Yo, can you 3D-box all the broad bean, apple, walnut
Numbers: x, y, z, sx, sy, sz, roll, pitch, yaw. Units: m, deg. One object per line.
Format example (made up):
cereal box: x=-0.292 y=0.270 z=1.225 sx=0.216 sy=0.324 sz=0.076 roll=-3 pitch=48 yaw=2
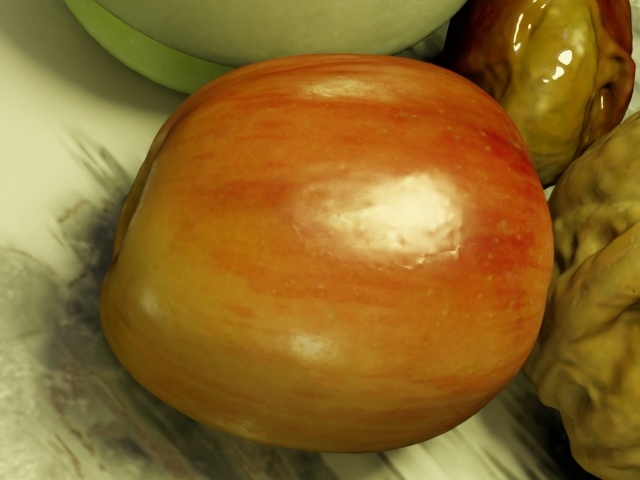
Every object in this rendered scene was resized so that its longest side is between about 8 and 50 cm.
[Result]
broad bean: x=0.146 y=-0.123 z=1.274 sx=0.122 sy=0.156 sz=0.228 roll=21 pitch=28 yaw=-11
apple: x=0.000 y=0.000 z=1.122 sx=0.241 sy=0.242 sz=0.242 roll=7 pitch=58 yaw=-13
walnut: x=0.236 y=0.027 z=1.166 sx=0.257 sy=0.257 sz=0.224 roll=-17 pitch=65 yaw=-26

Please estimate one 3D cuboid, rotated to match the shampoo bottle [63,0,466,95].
shampoo bottle: x=-0.027 y=-0.263 z=1.221 sx=0.322 sy=0.317 sz=0.322 roll=9 pitch=59 yaw=-15
